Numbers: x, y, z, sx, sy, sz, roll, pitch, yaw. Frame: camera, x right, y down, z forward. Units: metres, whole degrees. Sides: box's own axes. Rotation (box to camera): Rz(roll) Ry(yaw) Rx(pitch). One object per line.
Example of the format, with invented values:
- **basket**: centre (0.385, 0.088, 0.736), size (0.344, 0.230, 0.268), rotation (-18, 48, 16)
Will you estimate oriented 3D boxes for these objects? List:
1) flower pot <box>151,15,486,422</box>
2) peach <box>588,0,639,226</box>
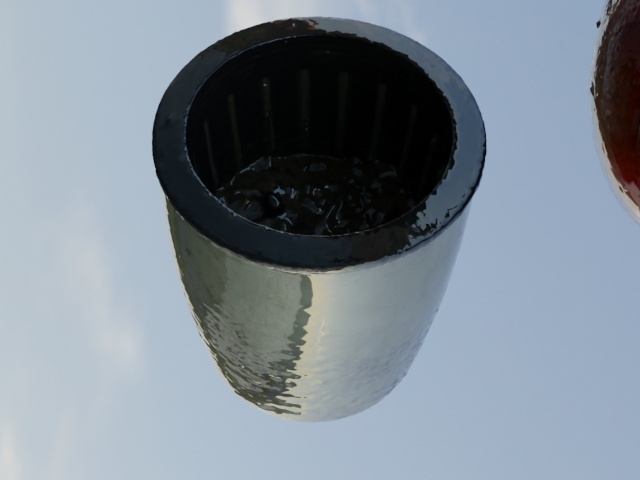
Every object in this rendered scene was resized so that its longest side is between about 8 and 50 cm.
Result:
- **flower pot**: centre (0.000, 0.000, 1.565), size (0.330, 0.293, 0.294), rotation (89, -16, -53)
- **peach**: centre (0.407, -0.131, 1.464), size (0.370, 0.370, 0.370), rotation (177, -90, -67)
